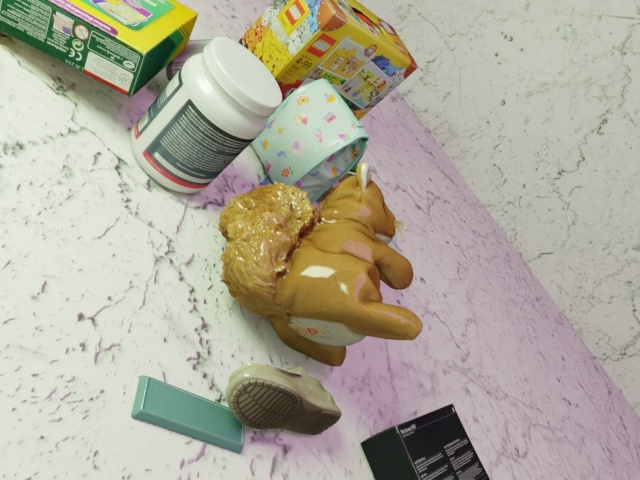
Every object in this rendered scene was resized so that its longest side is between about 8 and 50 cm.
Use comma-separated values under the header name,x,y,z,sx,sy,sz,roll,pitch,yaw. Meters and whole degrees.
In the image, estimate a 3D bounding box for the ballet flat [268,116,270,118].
name,x,y,z,sx,sy,sz,roll,pitch,yaw
ballet flat,-0.159,-0.336,1.461,0.316,0.107,0.106,24,19,-49

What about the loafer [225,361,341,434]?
name,x,y,z,sx,sy,sz,roll,pitch,yaw
loafer,-0.068,0.261,0.901,0.268,0.102,0.092,42,10,-46

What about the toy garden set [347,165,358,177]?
name,x,y,z,sx,sy,sz,roll,pitch,yaw
toy garden set,0.097,-0.151,1.658,0.204,0.049,0.244,2,57,-57

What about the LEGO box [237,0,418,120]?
name,x,y,z,sx,sy,sz,roll,pitch,yaw
LEGO box,0.013,-0.544,1.639,0.500,0.372,0.193,0,57,-55

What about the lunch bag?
name,x,y,z,sx,sy,sz,roll,pitch,yaw
lunch bag,-0.021,-0.252,1.354,0.160,0.262,0.223,17,38,-56

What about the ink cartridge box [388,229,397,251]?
name,x,y,z,sx,sy,sz,roll,pitch,yaw
ink cartridge box,0.134,0.031,1.416,0.072,0.127,0.175,44,30,-17

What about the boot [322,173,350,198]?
name,x,y,z,sx,sy,sz,roll,pitch,yaw
boot,0.016,-0.133,1.484,0.269,0.089,0.236,43,40,0

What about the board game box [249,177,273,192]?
name,x,y,z,sx,sy,sz,roll,pitch,yaw
board game box,-0.123,-0.105,1.308,0.090,0.020,0.090,47,28,-7

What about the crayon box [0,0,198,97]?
name,x,y,z,sx,sy,sz,roll,pitch,yaw
crayon box,-0.464,-0.458,1.035,0.363,0.106,0.313,27,33,-11

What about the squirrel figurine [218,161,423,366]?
name,x,y,z,sx,sy,sz,roll,pitch,yaw
squirrel figurine,0.000,0.000,1.049,0.397,0.281,0.370,25,56,-13

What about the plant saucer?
name,x,y,z,sx,sy,sz,roll,pitch,yaw
plant saucer,-0.189,0.261,0.800,0.192,0.018,0.067,34,34,-31

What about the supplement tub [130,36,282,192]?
name,x,y,z,sx,sy,sz,roll,pitch,yaw
supplement tub,-0.226,-0.239,1.046,0.191,0.272,0.191,36,33,-28

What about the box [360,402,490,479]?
name,x,y,z,sx,sy,sz,roll,pitch,yaw
box,0.221,0.457,1.088,0.261,0.103,0.184,8,54,-52

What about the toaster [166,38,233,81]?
name,x,y,z,sx,sy,sz,roll,pitch,yaw
toaster,-0.268,-0.393,1.257,0.227,0.146,0.129,-89,173,-50
